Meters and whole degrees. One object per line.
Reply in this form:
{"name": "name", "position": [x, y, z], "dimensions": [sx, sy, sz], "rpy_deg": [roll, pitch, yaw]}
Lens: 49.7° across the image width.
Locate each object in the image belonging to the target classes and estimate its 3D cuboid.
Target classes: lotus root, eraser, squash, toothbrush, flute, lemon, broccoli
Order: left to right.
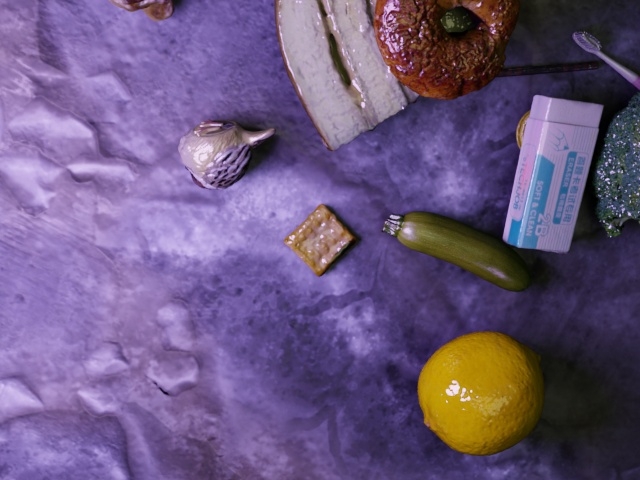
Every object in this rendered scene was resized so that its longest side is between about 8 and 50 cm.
{"name": "lotus root", "position": [0.053, -0.301, 0.910], "dimensions": [0.267, 0.149, 0.260], "rpy_deg": [-32, 108, 3]}
{"name": "squash", "position": [0.215, 0.011, 1.040], "dimensions": [0.258, 0.069, 0.069], "rpy_deg": [23, 97, -14]}
{"name": "lemon", "position": [0.244, 0.226, 1.034], "dimensions": [0.203, 0.178, 0.178], "rpy_deg": [-29, 105, -4]}
{"name": "flute", "position": [0.289, -0.251, 1.027], "dimensions": [0.270, 0.014, 0.014], "rpy_deg": [-6, 102, -8]}
{"name": "eraser", "position": [0.344, -0.096, 1.025], "dimensions": [0.096, 0.052, 0.225], "rpy_deg": [4, 105, -16]}
{"name": "toothbrush", "position": [0.498, -0.236, 1.061], "dimensions": [0.286, 0.025, 0.020], "rpy_deg": [31, 95, -15]}
{"name": "broccoli", "position": [0.532, -0.109, 1.002], "dimensions": [0.242, 0.261, 0.269], "rpy_deg": [32, 66, -39]}

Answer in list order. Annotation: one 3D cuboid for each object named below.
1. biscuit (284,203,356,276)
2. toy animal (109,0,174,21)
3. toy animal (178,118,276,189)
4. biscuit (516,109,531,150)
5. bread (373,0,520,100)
{"name": "biscuit", "position": [0.000, 0.000, 1.026], "dimensions": [0.083, 0.018, 0.081], "rpy_deg": [-45, 105, 1]}
{"name": "toy animal", "position": [-0.164, -0.357, 0.854], "dimensions": [0.168, 0.233, 0.121], "rpy_deg": [-47, 121, -39]}
{"name": "toy animal", "position": [-0.123, -0.115, 0.941], "dimensions": [0.137, 0.098, 0.098], "rpy_deg": [0, 102, 9]}
{"name": "biscuit", "position": [0.339, -0.162, 1.049], "dimensions": [0.084, 0.023, 0.084], "rpy_deg": [-2, 102, -11]}
{"name": "bread", "position": [0.151, -0.264, 0.825], "dimensions": [0.193, 0.064, 0.193], "rpy_deg": [-3, 110, -7]}
